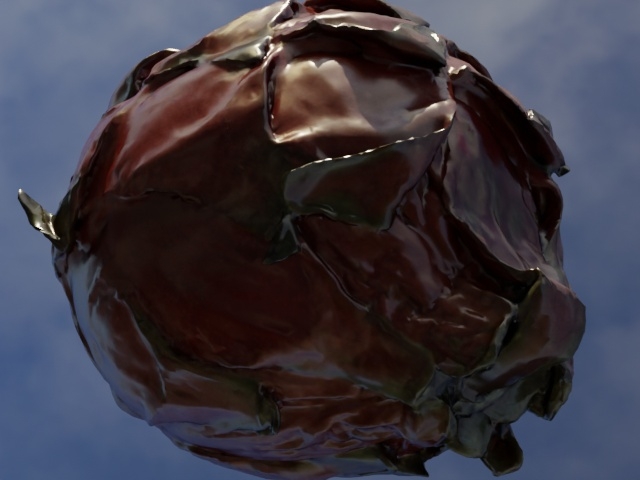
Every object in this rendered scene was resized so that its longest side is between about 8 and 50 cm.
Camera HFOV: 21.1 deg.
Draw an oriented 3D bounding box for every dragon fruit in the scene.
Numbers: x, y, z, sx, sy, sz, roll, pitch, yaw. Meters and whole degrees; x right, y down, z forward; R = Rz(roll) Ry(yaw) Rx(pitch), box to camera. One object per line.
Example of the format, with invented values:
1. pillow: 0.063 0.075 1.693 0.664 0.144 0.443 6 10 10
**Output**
1. dragon fruit: 0.000 0.000 0.823 0.299 0.244 0.244 24 -78 48
